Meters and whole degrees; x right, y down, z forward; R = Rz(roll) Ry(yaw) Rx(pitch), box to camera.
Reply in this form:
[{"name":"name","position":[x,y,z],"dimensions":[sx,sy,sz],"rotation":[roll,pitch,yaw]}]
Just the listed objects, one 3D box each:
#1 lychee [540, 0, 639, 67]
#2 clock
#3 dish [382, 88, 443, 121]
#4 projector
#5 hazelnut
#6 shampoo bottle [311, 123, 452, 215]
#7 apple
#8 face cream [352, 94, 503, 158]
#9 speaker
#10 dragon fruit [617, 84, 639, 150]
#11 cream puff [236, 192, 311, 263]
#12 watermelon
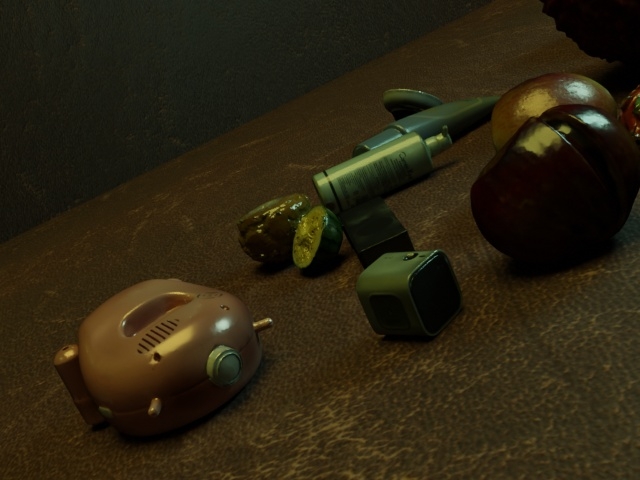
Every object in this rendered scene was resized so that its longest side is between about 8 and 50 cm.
[{"name":"lychee","position":[0.618,-0.523,1.538],"dimensions":[0.499,0.425,0.424],"rotation":[3,12,-13]},{"name":"clock","position":[-0.188,0.137,1.072],"dimensions":[0.227,0.142,0.241],"rotation":[-36,24,-34]},{"name":"dish","position":[0.205,-0.286,1.947],"dimensions":[0.141,0.078,0.141],"rotation":[11,-7,1]},{"name":"projector","position":[0.104,0.061,0.992],"dimensions":[0.082,0.083,0.083],"rotation":[-5,26,47]},{"name":"hazelnut","position":[0.281,-0.060,1.019],"dimensions":[0.204,0.178,0.178],"rotation":[-34,19,-15]},{"name":"shampoo bottle","position":[0.118,-0.132,1.560],"dimensions":[0.262,0.085,0.085],"rotation":[-24,17,-1]},{"name":"apple","position":[0.342,-0.162,1.238],"dimensions":[0.173,0.160,0.195],"rotation":[-7,16,23]},{"name":"face cream","position":[0.225,-0.228,1.725],"dimensions":[0.385,0.086,0.135],"rotation":[-29,17,-32]},{"name":"speaker","position":[0.082,-0.010,1.307],"dimensions":[0.082,0.044,0.218],"rotation":[-24,17,1]},{"name":"dragon fruit","position":[0.474,-0.179,1.239],"dimensions":[0.081,0.086,0.116],"rotation":[23,44,14]},{"name":"cream puff","position":[-0.070,-0.015,1.431],"dimensions":[0.143,0.103,0.126],"rotation":[-20,12,13]},{"name":"watermelon","position":[0.000,0.000,1.332],"dimensions":[0.062,0.106,0.105],"rotation":[17,-2,-27]}]
